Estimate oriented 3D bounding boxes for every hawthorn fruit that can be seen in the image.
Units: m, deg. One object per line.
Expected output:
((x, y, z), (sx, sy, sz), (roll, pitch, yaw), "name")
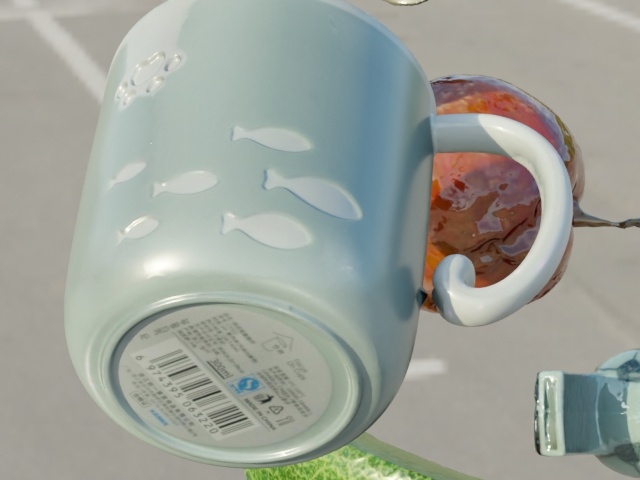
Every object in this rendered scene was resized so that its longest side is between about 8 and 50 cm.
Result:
((0.176, -0.035, 1.851), (0.272, 0.242, 0.242), (9, 17, -1), "hawthorn fruit")

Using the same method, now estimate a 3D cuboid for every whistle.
((0.358, 0.198, 2.200), (0.163, 0.163, 0.290), (5, -2, 24), "whistle")

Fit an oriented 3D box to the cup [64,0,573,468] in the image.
((0.000, 0.000, 1.370), (0.357, 0.259, 0.274), (-1, 46, 9), "cup")

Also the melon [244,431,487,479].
((0.101, 0.297, 1.948), (0.226, 0.331, 0.343), (-26, 13, -23), "melon")

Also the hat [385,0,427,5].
((0.096, -0.330, 1.988), (0.085, 0.175, 0.147), (25, 0, -29), "hat")
